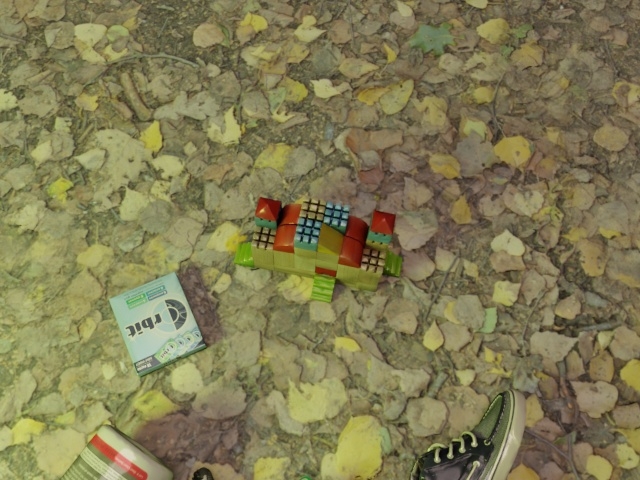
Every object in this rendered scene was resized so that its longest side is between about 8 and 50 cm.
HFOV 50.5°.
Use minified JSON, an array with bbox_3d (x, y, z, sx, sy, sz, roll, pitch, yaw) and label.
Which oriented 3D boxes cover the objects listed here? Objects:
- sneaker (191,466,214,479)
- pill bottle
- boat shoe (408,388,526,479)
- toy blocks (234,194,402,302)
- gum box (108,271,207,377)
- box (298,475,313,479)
[{"bbox_3d":[-0.199,0.563,1.337,0.106,0.078,0.234,12,43,-33],"label":"sneaker"},{"bbox_3d":[-0.441,0.527,1.284,0.176,0.176,0.318,33,71,10],"label":"pill bottle"},{"bbox_3d":[0.289,0.435,1.372,0.158,0.127,0.341,27,71,0],"label":"boat shoe"},{"bbox_3d":[0.000,0.000,1.461,0.381,0.261,0.191,11,69,3],"label":"toy blocks"},{"bbox_3d":[-0.357,0.183,1.493,0.157,0.041,0.184,-23,72,-11],"label":"gum box"},{"bbox_3d":[-0.051,0.561,1.331,0.179,0.043,0.105,-50,118,-19],"label":"box"}]
